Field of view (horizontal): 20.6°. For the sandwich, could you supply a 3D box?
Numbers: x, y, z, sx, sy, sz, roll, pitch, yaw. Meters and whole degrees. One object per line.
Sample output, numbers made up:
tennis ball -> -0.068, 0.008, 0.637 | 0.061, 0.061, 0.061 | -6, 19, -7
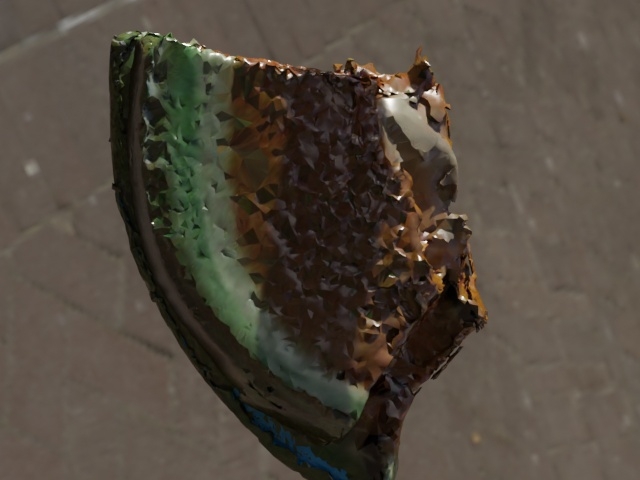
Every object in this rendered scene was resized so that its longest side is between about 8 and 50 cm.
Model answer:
sandwich -> -0.006, 0.009, 0.792 | 0.079, 0.159, 0.235 | -156, -124, -86
